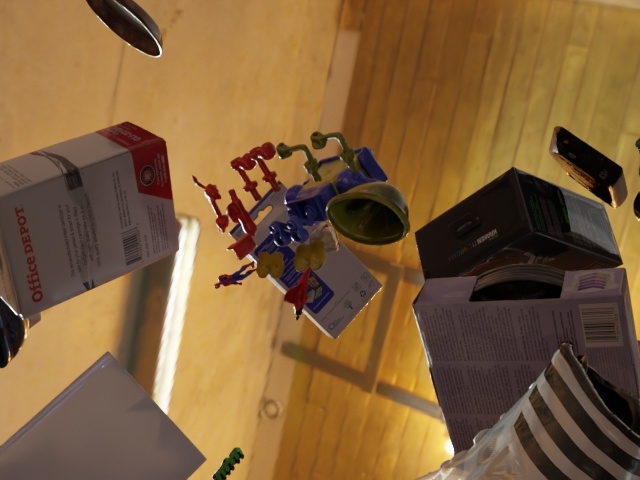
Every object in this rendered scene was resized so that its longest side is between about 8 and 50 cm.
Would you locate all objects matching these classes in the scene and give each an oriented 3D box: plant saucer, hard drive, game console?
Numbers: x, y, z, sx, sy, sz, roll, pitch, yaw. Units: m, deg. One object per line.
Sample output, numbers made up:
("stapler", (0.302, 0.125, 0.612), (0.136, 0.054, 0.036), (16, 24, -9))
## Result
("plant saucer", (-0.338, -0.388, 1.525), (0.029, 0.168, 0.168), (-55, -22, -12))
("hard drive", (-0.343, 0.337, 1.193), (0.318, 0.210, 0.040), (-43, 6, -19))
("game console", (0.513, -0.052, 1.376), (0.044, 0.361, 0.213), (-52, -21, 8))

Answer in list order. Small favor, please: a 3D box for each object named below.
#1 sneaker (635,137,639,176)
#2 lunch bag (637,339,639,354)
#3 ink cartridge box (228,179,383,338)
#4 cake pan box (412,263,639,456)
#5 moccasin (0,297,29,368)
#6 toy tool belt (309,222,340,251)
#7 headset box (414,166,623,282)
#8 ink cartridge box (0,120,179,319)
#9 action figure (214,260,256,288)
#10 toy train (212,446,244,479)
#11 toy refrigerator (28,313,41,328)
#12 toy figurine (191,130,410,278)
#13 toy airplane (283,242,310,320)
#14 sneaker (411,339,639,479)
("sneaker", (0.526, -0.099, 1.358), (0.076, 0.065, 0.167), (-24, -78, -31))
("lunch bag", (0.429, 0.252, 1.437), (0.293, 0.258, 0.120), (-26, -68, -42))
("ink cartridge box", (-0.035, 0.042, 1.892), (0.165, 0.333, 0.065), (-46, 12, -12))
("cake pan box", (0.258, 0.158, 1.056), (0.070, 0.245, 0.267), (-55, -48, -55))
("moccasin", (-0.659, 0.113, 1.661), (0.117, 0.137, 0.342), (-86, -24, -45))
("toy tool belt", (0.000, 0.000, 1.399), (0.083, 0.051, 0.052), (-51, -57, -81))
("headset box", (0.343, 0.011, 1.555), (0.283, 0.246, 0.131), (14, -126, -36))
("ink cartridge box", (-0.359, -0.036, 1.288), (0.272, 0.114, 0.197), (-26, -52, -36))
("action figure", (-0.177, 0.077, 1.814), (0.038, 0.115, 0.030), (39, -140, -39))
("toy train", (-0.155, 0.375, 1.449), (0.017, 0.024, 0.083), (12, -57, -49))
("toy refrigerator", (-0.725, 0.079, 2.037), (0.094, 0.102, 0.270), (14, -128, -46))
("toy figurine", (0.017, -0.096, 1.240), (0.217, 0.362, 0.191), (-42, -72, -37))
("toy airplane", (-0.032, 0.075, 1.627), (0.151, 0.028, 0.151), (8, -90, -76))
("sneaker", (0.182, 0.243, 0.824), (0.257, 0.169, 0.447), (-44, -6, -17))
